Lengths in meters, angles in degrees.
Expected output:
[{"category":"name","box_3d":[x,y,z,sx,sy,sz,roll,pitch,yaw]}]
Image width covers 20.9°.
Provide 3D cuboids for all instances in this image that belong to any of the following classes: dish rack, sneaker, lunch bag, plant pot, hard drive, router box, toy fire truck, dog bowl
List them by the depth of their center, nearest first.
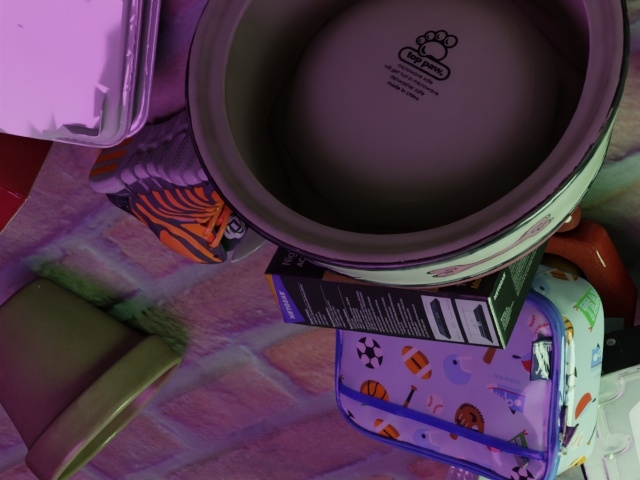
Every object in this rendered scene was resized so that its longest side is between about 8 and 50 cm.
[{"category":"dog bowl","box_3d":[0.089,-0.136,1.614,0.408,0.408,0.150,11,160,21]},{"category":"router box","box_3d":[0.115,-0.039,1.772,0.243,0.309,0.081,5,138,26]},{"category":"lunch bag","box_3d":[0.155,0.131,1.826,0.303,0.115,0.243,17,114,36]},{"category":"dish rack","box_3d":[-0.317,-0.243,1.869,0.286,0.072,0.333,9,128,-1]},{"category":"hard drive","box_3d":[0.438,0.164,1.907,0.339,0.064,0.237,-16,135,4]},{"category":"toy fire truck","box_3d":[0.201,0.033,1.942,0.302,0.169,0.254,12,138,17]},{"category":"sneaker","box_3d":[-0.122,-0.067,2.072,0.180,0.124,0.321,42,153,-29]},{"category":"plant pot","box_3d":[-0.366,0.183,2.451,0.229,0.263,0.263,43,145,4]}]

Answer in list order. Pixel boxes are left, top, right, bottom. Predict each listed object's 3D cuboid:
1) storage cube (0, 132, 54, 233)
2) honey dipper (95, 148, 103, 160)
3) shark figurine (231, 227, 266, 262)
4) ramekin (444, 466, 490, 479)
[{"category":"storage cube","box_3d":[-0.434,-0.124,2.098,0.193,0.215,0.184,28,145,-14]},{"category":"honey dipper","box_3d":[-0.277,-0.128,2.153,0.030,0.030,0.160,19,149,10]},{"category":"shark figurine","box_3d":[0.009,-0.001,1.978,0.166,0.116,0.278,0,177,17]},{"category":"ramekin","box_3d":[0.230,0.359,2.322,0.109,0.207,0.207,19,146,-5]}]
